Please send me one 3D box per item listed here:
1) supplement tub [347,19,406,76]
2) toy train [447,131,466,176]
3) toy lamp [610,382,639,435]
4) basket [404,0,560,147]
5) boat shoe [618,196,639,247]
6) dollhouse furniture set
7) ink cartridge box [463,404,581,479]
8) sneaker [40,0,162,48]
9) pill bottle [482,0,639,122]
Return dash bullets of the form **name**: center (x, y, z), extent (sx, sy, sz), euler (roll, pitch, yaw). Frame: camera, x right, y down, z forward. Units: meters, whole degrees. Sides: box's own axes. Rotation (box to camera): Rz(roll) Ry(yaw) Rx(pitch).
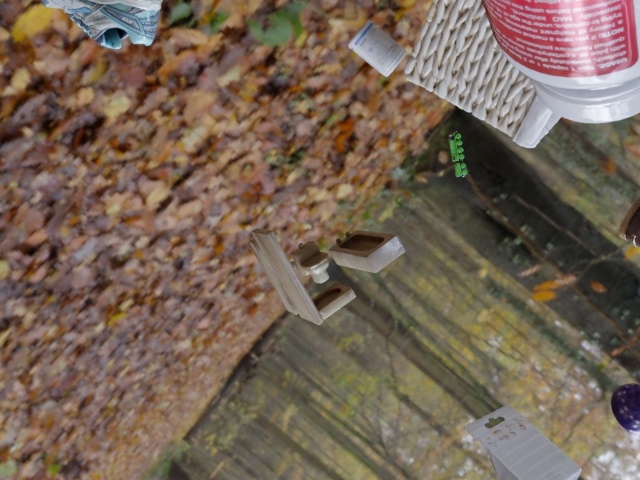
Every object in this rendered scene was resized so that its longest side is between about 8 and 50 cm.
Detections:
- **supplement tub**: center (0.117, -0.397, 1.736), extent (0.071, 0.107, 0.071), euler (-51, -173, 8)
- **toy train**: center (0.248, -0.156, 1.528), extent (0.024, 0.083, 0.017), euler (-11, -171, 2)
- **toy lamp**: center (0.441, 0.145, 0.973), extent (0.080, 0.080, 0.274), euler (-49, 173, -37)
- **basket**: center (0.362, -0.386, 1.469), extent (0.331, 0.267, 0.328), euler (-35, 152, -57)
- **boat shoe**: center (0.566, -0.078, 1.356), extent (0.073, 0.073, 0.206), euler (18, 100, -43)
- **dollhouse furniture set**: center (0.000, 0.000, 1.033), extent (0.151, 0.123, 0.144), euler (-35, -164, -17)
- **ink cartridge box**: center (0.355, 0.386, 1.507), extent (0.145, 0.179, 0.045), euler (-13, 131, -42)
- **sneaker**: center (-0.413, -0.414, 1.534), extent (0.110, 0.283, 0.122), euler (-17, 116, -55)
- **pill bottle**: center (0.268, -0.303, 0.853), extent (0.229, 0.229, 0.407), euler (-50, 145, -8)
